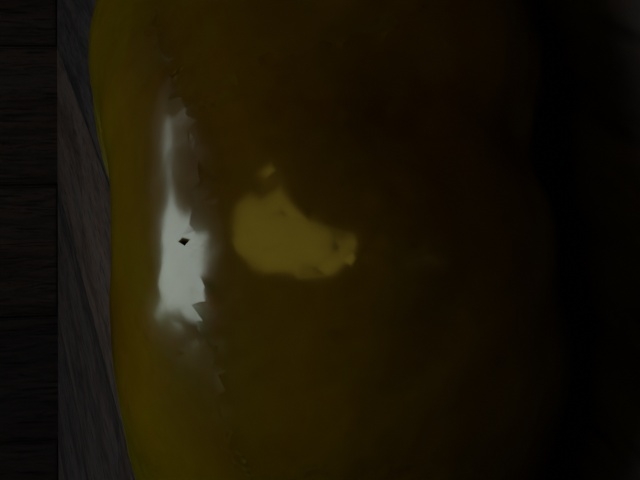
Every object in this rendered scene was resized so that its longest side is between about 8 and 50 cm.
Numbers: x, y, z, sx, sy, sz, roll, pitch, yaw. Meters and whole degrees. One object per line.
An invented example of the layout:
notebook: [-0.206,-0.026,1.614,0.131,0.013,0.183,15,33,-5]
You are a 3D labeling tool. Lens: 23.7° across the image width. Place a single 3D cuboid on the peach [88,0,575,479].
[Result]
peach: [0.000,0.000,0.509,0.251,0.153,0.251,-6,-90,-88]
